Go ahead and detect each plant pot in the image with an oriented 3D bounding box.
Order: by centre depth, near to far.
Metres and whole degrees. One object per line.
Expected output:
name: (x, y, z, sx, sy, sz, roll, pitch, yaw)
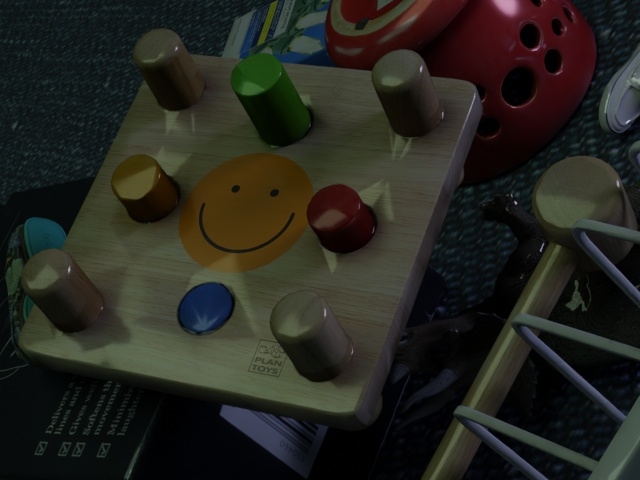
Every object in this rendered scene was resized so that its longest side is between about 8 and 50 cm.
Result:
plant pot: (0.108, -0.170, 1.277, 0.191, 0.174, 0.191, -34, 34, 27)

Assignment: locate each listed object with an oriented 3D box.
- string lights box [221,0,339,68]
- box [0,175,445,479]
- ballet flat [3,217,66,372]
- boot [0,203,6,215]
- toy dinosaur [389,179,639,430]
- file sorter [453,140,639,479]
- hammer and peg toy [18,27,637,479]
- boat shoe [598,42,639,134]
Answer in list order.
string lights box: (0.014, -0.202, 1.512, 0.259, 0.077, 0.133, -21, 40, 37)
box: (-0.143, 0.114, 1.245, 0.395, 0.212, 0.293, -6, 52, 47)
ballet flat: (-0.207, 0.057, 1.139, 0.070, 0.070, 0.188, -40, 31, 14)
boot: (-0.317, 0.091, 1.553, 0.260, 0.131, 0.348, -7, 40, 38)
toy dinosaur: (0.196, 0.029, 1.043, 0.313, 0.121, 0.160, -22, 52, 28)
file sorter: (0.205, 0.102, 0.855, 0.278, 0.193, 0.173, -55, 29, -10)
hammer and peg toy: (0.000, 0.000, 0.967, 0.361, 0.127, 0.266, 9, 61, 26)
boat shoe: (0.254, -0.124, 1.179, 0.100, 0.035, 0.035, -53, 29, -18)
